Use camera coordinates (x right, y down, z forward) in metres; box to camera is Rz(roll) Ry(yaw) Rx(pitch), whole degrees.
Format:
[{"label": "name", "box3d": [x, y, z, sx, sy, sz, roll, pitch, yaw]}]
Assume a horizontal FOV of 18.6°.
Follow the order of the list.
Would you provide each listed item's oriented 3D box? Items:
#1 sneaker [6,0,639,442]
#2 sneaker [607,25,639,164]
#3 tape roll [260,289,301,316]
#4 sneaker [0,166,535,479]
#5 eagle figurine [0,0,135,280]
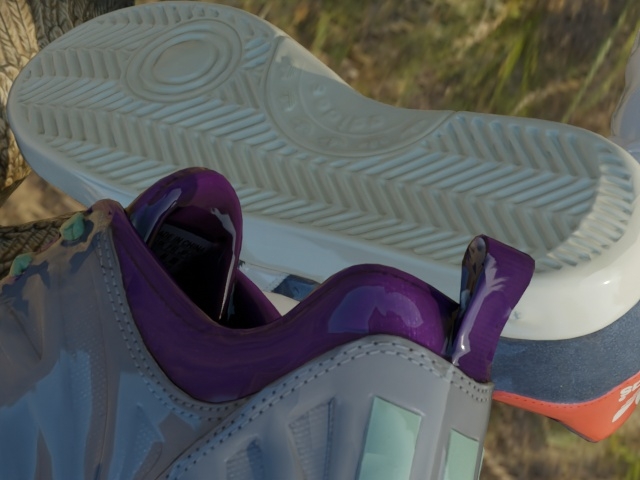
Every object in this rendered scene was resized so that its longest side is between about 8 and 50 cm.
[{"label": "sneaker", "box3d": [0.000, 0.000, 0.902, 0.350, 0.131, 0.148, 24, 149, 35]}, {"label": "sneaker", "box3d": [0.204, -0.084, 1.003, 0.090, 0.232, 0.115, 12, 105, 13]}, {"label": "tape roll", "box3d": [-0.090, 0.092, 0.713, 0.219, 0.072, 0.219, -9, 154, -5]}, {"label": "sneaker", "box3d": [-0.057, 0.032, 0.387, 0.224, 0.098, 0.083, 10, 166, 36]}, {"label": "eagle figurine", "box3d": [-0.174, -0.013, 1.074, 0.298, 0.225, 0.226, -35, 119, -6]}]
